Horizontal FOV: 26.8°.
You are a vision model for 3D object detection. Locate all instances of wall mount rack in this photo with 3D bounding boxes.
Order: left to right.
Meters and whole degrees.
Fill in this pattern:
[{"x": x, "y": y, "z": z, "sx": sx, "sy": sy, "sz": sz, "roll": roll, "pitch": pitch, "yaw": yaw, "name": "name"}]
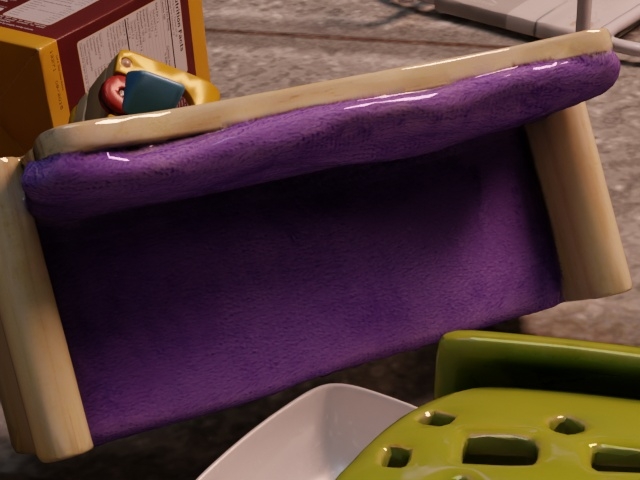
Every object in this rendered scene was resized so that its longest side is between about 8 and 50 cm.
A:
[{"x": 0.241, "y": -0.292, "z": 1.289, "sx": 0.350, "sy": 0.130, "sz": 0.304, "roll": 22, "pitch": 39, "yaw": 33, "name": "wall mount rack"}]

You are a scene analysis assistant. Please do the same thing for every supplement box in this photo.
[{"x": -0.224, "y": -0.149, "z": 1.096, "sx": 0.191, "sy": 0.129, "sz": 0.194, "roll": 16, "pitch": 36, "yaw": 29, "name": "supplement box"}]

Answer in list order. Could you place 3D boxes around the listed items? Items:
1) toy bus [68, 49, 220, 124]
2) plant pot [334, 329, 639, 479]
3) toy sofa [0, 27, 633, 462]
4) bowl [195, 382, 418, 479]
[{"x": -0.122, "y": -0.021, "z": 0.895, "sx": 0.104, "sy": 0.202, "sz": 0.191, "roll": 18, "pitch": 15, "yaw": -25, "name": "toy bus"}, {"x": 0.120, "y": 0.159, "z": 0.480, "sx": 0.228, "sy": 0.227, "sz": 0.207, "roll": 6, "pitch": 27, "yaw": 16, "name": "plant pot"}, {"x": 0.000, "y": 0.000, "z": 0.727, "sx": 0.362, "sy": 0.150, "sz": 0.177, "roll": -14, "pitch": -1, "yaw": -27, "name": "toy sofa"}, {"x": 0.015, "y": 0.142, "z": 0.671, "sx": 0.142, "sy": 0.053, "sz": 0.142, "roll": 21, "pitch": 39, "yaw": 33, "name": "bowl"}]
